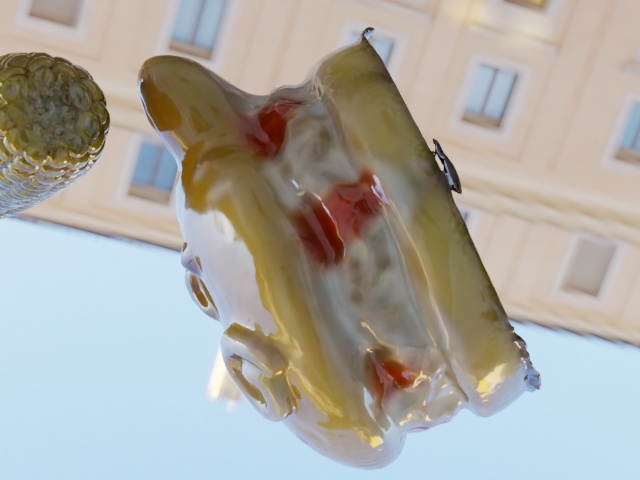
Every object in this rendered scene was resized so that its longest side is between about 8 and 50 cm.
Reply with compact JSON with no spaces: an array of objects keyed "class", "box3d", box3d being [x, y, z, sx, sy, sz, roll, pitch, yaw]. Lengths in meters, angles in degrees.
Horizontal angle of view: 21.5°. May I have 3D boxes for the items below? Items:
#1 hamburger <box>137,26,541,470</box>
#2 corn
[{"class":"hamburger","box3d":[0.000,0.000,1.099,0.186,0.303,0.261,-23,-166,-1]},{"class":"corn","box3d":[-0.209,-0.070,1.120,0.106,0.106,0.305,9,172,-23]}]
